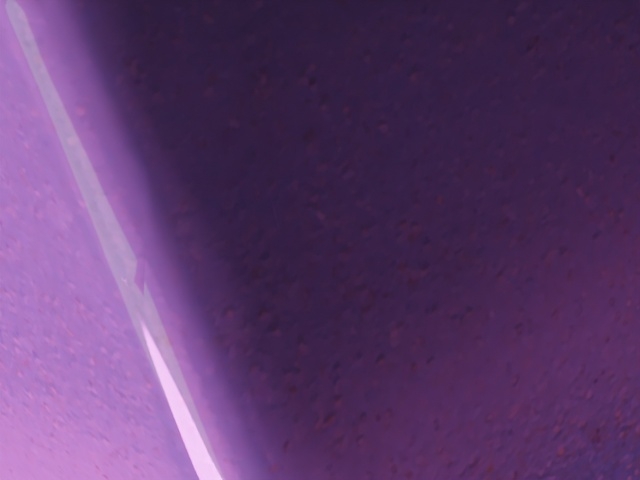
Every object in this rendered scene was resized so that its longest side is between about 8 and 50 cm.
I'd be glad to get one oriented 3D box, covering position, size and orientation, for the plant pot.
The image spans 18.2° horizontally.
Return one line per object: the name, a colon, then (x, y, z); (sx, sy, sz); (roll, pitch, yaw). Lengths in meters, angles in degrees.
plant pot: (0.000, 0.000, 0.569); (0.247, 0.248, 0.252); (4, 118, 55)
